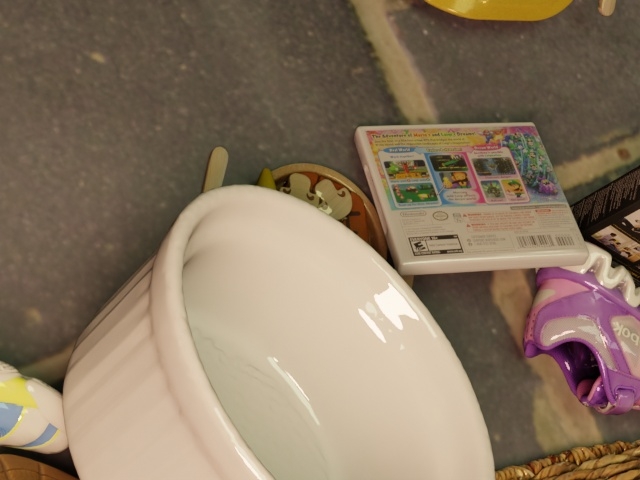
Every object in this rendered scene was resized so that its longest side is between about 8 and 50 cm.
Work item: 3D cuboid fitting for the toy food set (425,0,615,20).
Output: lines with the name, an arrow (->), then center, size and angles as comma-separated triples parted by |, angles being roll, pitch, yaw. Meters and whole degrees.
toy food set -> 0.162, -0.255, 1.272 | 0.218, 0.071, 0.128 | -1, 95, -27

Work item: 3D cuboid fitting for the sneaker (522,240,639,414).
sneaker -> 0.257, 0.105, 1.164 | 0.236, 0.095, 0.104 | 34, 63, -6

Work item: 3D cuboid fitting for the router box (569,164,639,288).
router box -> 0.303, 0.012, 1.195 | 0.179, 0.133, 0.046 | 30, 60, -16

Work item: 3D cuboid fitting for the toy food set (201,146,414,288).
toy food set -> 0.000, 0.000, 1.093 | 0.192, 0.038, 0.132 | 17, 63, -22

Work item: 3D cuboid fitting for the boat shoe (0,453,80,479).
boat shoe -> -0.119, 0.231, 0.921 | 0.285, 0.089, 0.104 | 34, 40, -16

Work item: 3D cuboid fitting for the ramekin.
ramekin -> -0.030, 0.113, 0.923 | 0.277, 0.135, 0.277 | 36, 32, -27

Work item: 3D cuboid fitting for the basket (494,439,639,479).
basket -> 0.196, 0.296, 1.050 | 0.299, 0.223, 0.213 | -10, 109, -31

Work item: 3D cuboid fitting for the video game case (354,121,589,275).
video game case -> 0.117, -0.036, 1.139 | 0.157, 0.019, 0.143 | -3, 51, -17

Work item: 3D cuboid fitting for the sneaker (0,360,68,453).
sneaker -> -0.274, 0.114, 0.886 | 0.240, 0.091, 0.126 | 22, 75, -13
